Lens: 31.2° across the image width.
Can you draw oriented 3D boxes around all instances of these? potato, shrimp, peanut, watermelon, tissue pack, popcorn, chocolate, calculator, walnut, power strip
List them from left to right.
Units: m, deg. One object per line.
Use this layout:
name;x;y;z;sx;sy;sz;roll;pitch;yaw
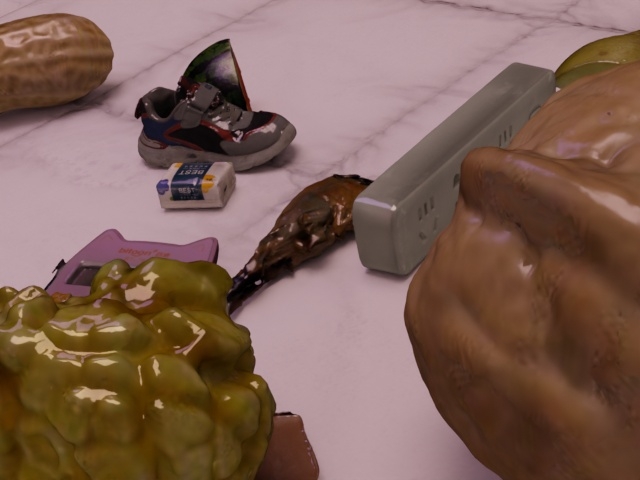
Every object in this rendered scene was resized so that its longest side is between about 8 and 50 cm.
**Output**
peanut;-0.472;-0.255;1.720;0.325;0.140;0.153;-14;13;5
calculator;-0.228;0.092;1.184;0.194;0.043;0.294;5;39;24
popcorn;-0.167;0.130;0.929;0.257;0.224;0.270;-16;18;-14
tissue pack;-0.151;-0.068;1.405;0.083;0.042;0.062;1;32;19
watermelon;-0.128;-0.210;1.585;0.125;0.135;0.094;11;2;37
chocolate;-0.035;0.188;0.971;0.064;0.031;0.101;-12;31;-13
shrimp;-0.008;-0.005;1.238;0.117;0.066;0.262;10;40;31
power strip;0.168;-0.095;1.298;0.062;0.091;0.385;15;40;35
potato;0.366;-0.235;1.433;0.120;0.081;0.149;21;38;7
walnut;0.251;0.043;0.840;0.381;0.381;0.381;-8;32;5

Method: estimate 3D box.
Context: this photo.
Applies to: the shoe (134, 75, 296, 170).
shoe;-0.143;-0.164;1.478;0.227;0.125;0.099;0;31;21
